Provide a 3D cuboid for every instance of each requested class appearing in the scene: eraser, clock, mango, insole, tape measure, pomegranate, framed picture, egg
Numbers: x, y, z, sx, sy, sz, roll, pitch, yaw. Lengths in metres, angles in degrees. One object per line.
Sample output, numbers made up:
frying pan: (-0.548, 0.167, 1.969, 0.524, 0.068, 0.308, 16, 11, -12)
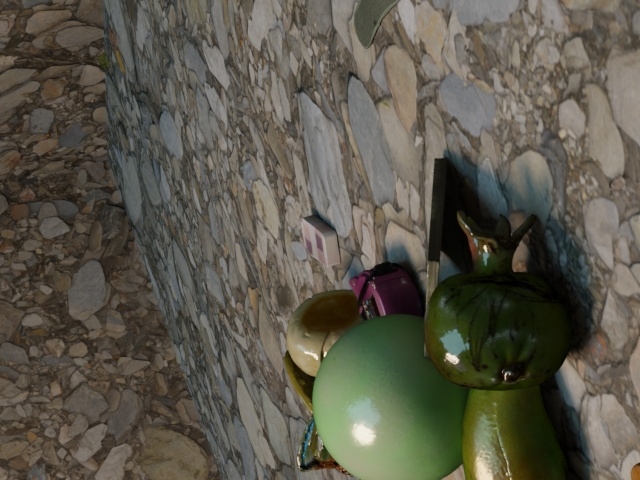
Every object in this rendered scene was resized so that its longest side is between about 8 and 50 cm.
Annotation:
eraser: (0.000, 0.000, 1.811, 0.105, 0.026, 0.065, -143, 38, -61)
clock: (0.037, 0.252, 1.736, 0.237, 0.057, 0.237, 45, -167, -13)
mango: (0.222, 0.243, 1.218, 0.125, 0.111, 0.233, 11, 109, 36)
insole: (0.074, -0.316, 1.358, 0.232, 0.003, 0.080, 126, 126, -68)
tape measure: (0.093, 0.093, 1.530, 0.125, 0.074, 0.118, 129, 123, -71)
pomegranate: (0.188, 0.064, 1.134, 0.131, 0.152, 0.191, 176, 99, -71)
framed picture: (0.136, 0.017, 1.273, 0.203, 0.015, 0.150, -79, -10, -52)
egg: (0.100, 0.203, 1.357, 0.269, 0.220, 0.220, 111, 141, -81)

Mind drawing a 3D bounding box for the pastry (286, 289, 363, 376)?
pastry: (0.023, 0.145, 1.668, 0.156, 0.156, 0.092, -127, 22, -49)

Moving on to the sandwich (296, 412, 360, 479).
sandwich: (0.059, 0.273, 1.576, 0.159, 0.235, 0.079, 58, -172, -4)

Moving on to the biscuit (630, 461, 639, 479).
biscuit: (0.347, 0.257, 0.972, 0.165, 0.036, 0.250, -155, 48, -66)
